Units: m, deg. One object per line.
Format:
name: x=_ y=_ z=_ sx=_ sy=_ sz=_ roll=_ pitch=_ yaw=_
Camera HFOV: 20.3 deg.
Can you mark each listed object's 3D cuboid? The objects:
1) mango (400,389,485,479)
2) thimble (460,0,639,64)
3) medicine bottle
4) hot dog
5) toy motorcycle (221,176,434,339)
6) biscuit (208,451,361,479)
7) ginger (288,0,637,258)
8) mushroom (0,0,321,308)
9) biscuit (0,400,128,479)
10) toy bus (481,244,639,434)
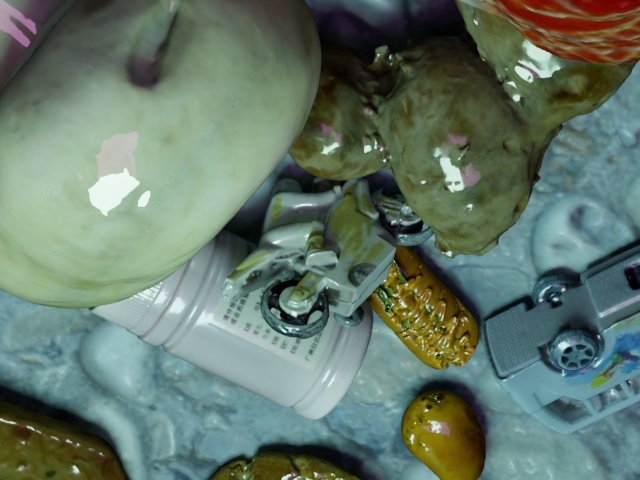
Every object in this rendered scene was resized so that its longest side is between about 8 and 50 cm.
mango: x=0.129 y=0.203 z=1.831 sx=0.077 sy=0.063 sz=0.127 roll=-28 pitch=122 yaw=7
thimble: x=0.218 y=-0.326 z=1.385 sx=0.350 sy=0.230 sz=0.350 roll=-2 pitch=82 yaw=11
medicine bottle: x=-0.085 y=0.065 z=1.707 sx=0.249 sy=0.133 sz=0.133 roll=25 pitch=115 yaw=-15
hot dog: x=0.092 y=0.064 z=1.757 sx=0.072 sy=0.055 sz=0.188 roll=-37 pitch=113 yaw=15
toy motorcycle: x=0.000 y=0.000 z=1.661 sx=0.151 sy=0.228 sz=0.074 roll=37 pitch=145 yaw=20
biscuit: x=-0.028 y=0.320 z=1.867 sx=0.225 sy=0.042 sz=0.226 roll=5 pitch=111 yaw=14
ginger: x=0.152 y=-0.148 z=1.580 sx=0.375 sy=0.176 sz=0.256 roll=-37 pitch=98 yaw=17
mushroom: x=-0.181 y=-0.098 z=1.453 sx=0.353 sy=0.353 sz=0.325 roll=11 pitch=98 yaw=-8
biscuit: x=-0.357 y=0.304 z=1.864 sx=0.359 sy=0.046 sz=0.359 roll=-3 pitch=123 yaw=-4
toy bus: x=0.329 y=0.071 z=1.747 sx=0.329 sy=0.109 sz=0.136 roll=-27 pitch=127 yaw=13
